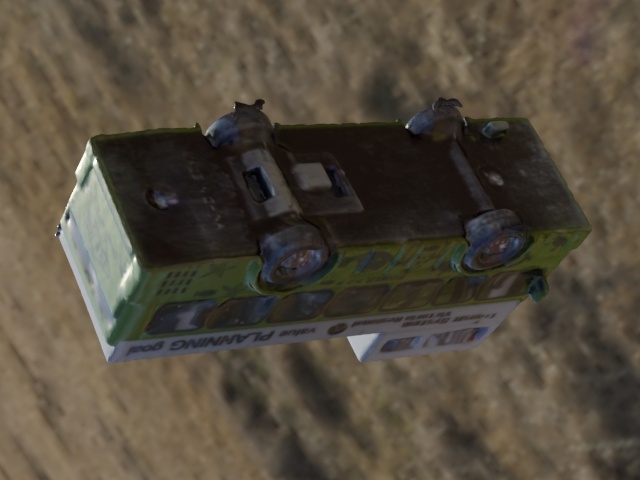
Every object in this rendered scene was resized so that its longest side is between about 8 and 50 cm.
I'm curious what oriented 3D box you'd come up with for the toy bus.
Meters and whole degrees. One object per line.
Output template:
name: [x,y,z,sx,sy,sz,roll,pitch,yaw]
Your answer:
toy bus: [0.000,0.000,0.983,0.139,0.301,0.113,-57,48,42]
